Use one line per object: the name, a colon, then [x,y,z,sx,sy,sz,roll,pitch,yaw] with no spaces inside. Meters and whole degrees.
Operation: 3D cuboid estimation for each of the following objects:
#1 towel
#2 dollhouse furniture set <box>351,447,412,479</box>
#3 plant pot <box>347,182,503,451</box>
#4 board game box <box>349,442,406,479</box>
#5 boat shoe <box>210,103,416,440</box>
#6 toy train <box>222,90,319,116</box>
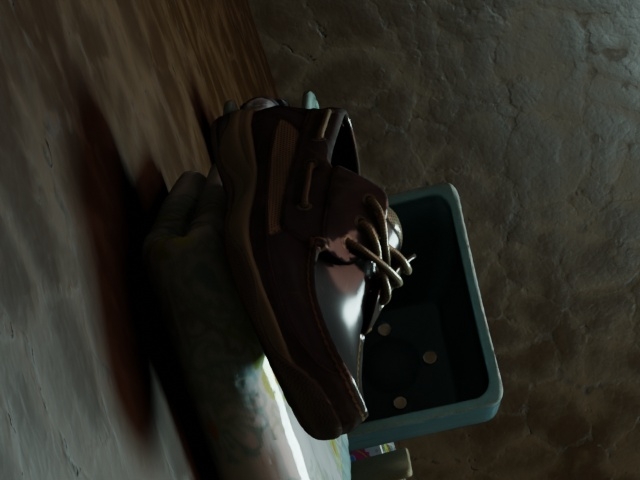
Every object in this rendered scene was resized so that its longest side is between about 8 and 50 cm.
towel: [-0.063,0.108,1.620,0.374,0.090,0.320,-89,159,-77]
dollhouse furniture set: [0.093,0.397,2.016,0.197,0.151,0.301,-96,168,-71]
plant pot: [0.064,0.114,2.058,0.252,0.247,0.248,63,14,-71]
board game box: [0.043,0.269,2.293,0.224,0.097,0.303,48,23,-78]
boat shoe: [0.000,0.000,1.446,0.355,0.130,0.132,-105,173,-47]
toy train: [-0.046,-0.058,2.312,0.334,0.142,0.190,67,19,-71]
